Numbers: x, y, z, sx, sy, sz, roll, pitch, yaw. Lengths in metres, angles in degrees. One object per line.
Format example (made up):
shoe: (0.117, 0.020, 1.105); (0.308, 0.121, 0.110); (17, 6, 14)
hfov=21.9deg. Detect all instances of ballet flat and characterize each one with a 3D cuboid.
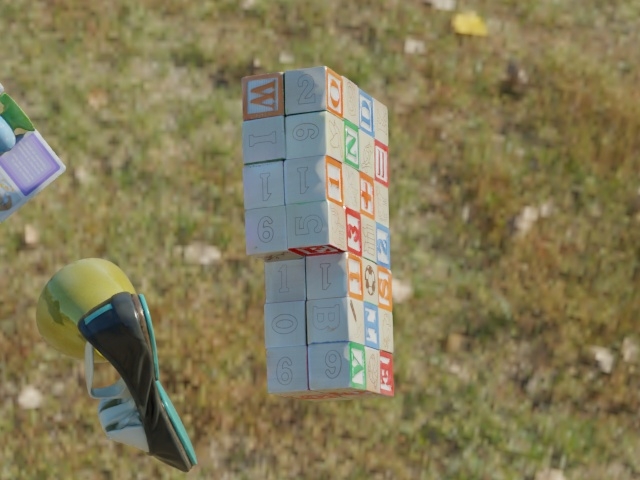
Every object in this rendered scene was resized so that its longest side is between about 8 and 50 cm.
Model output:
ballet flat: (-0.223, 0.175, 1.947); (0.096, 0.280, 0.095); (-19, 37, -8)

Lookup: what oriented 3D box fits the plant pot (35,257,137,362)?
plant pot: (-0.279, 0.101, 2.086); (0.134, 0.134, 0.095); (-19, 30, -26)

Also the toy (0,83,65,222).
toy: (-0.341, -0.039, 1.398); (0.237, 0.137, 0.056); (-42, 18, -18)

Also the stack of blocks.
stack of blocks: (0.000, 0.000, 1.587); (0.087, 0.171, 0.297); (-5, 79, 21)
